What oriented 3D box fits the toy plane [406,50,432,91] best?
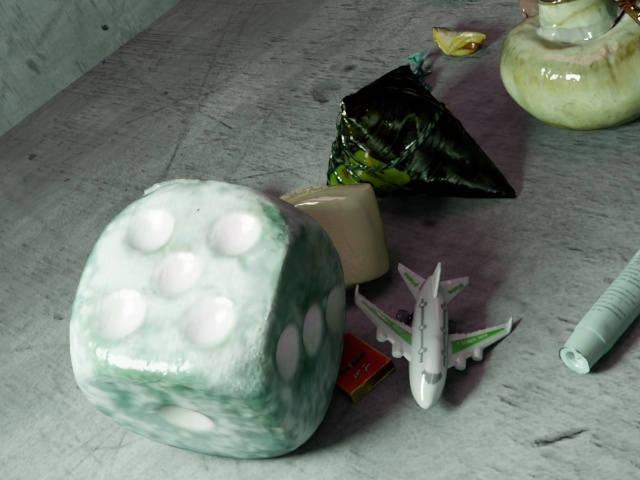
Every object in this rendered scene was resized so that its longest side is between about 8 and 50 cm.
[{"bbox_3d":[0.201,-0.356,2.440,0.096,0.060,0.235,-16,35,44],"label":"toy plane"}]

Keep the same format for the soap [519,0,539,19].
[{"bbox_3d":[0.565,-0.500,2.314,0.217,0.098,0.273,-33,31,-7],"label":"soap"}]

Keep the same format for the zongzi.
[{"bbox_3d":[0.191,-0.169,2.052,0.319,0.362,0.383,-61,3,1],"label":"zongzi"}]

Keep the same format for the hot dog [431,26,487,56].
[{"bbox_3d":[0.310,-0.454,2.482,0.078,0.061,0.169,3,11,-39],"label":"hot dog"}]

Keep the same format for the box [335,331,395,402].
[{"bbox_3d":[0.051,0.204,1.759,0.090,0.023,0.133,-39,32,-13],"label":"box"}]

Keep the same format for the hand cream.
[{"bbox_3d":[0.463,0.066,1.596,0.085,0.058,0.331,11,48,49],"label":"hand cream"}]

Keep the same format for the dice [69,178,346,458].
[{"bbox_3d":[-0.159,0.122,1.662,0.330,0.328,0.348,2,59,19],"label":"dice"}]

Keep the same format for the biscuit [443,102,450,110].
[{"bbox_3d":[0.160,-0.207,2.270,0.249,0.030,0.160,-20,31,14],"label":"biscuit"}]

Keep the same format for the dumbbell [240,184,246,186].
[{"bbox_3d":[-0.220,0.014,2.173,0.108,0.121,0.302,22,52,17],"label":"dumbbell"}]

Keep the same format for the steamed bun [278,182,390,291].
[{"bbox_3d":[0.000,0.000,1.942,0.250,0.200,0.155,-10,11,23],"label":"steamed bun"}]

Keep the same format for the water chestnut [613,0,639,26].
[{"bbox_3d":[0.611,-0.436,1.750,0.289,0.244,0.289,-1,46,1],"label":"water chestnut"}]

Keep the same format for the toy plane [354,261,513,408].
[{"bbox_3d":[0.167,0.152,1.658,0.251,0.101,0.255,11,53,-4],"label":"toy plane"}]

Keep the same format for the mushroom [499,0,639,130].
[{"bbox_3d":[0.503,-0.354,1.992,0.352,0.260,0.352,-18,27,9],"label":"mushroom"}]
